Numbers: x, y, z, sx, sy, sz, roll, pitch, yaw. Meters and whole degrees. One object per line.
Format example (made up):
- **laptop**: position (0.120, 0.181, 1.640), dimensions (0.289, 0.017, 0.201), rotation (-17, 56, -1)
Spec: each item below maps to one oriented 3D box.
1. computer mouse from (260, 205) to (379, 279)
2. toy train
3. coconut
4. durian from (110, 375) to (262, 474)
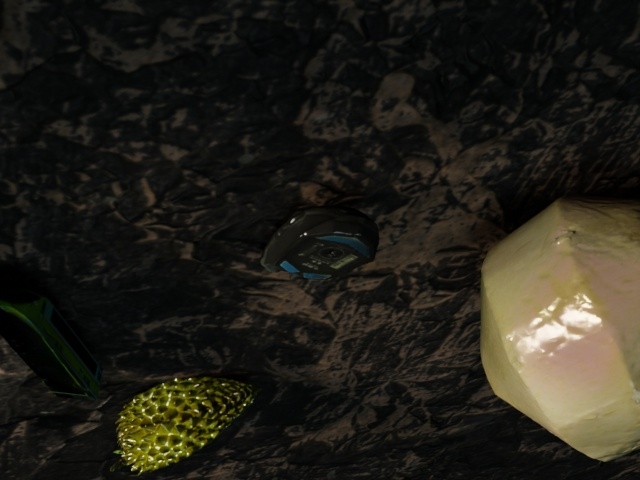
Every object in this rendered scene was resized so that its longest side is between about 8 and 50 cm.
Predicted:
- **computer mouse**: position (0.000, 0.000, 0.925), dimensions (0.079, 0.047, 0.135), rotation (20, 146, -29)
- **toy train**: position (-0.254, 0.089, 0.944), dimensions (0.044, 0.042, 0.209), rotation (2, 150, 9)
- **coconut**: position (0.267, 0.085, 1.017), dimensions (0.259, 0.259, 0.259), rotation (-12, 149, -8)
- **durian**: position (-0.170, 0.215, 1.164), dimensions (0.215, 0.086, 0.100), rotation (-27, 162, 12)
